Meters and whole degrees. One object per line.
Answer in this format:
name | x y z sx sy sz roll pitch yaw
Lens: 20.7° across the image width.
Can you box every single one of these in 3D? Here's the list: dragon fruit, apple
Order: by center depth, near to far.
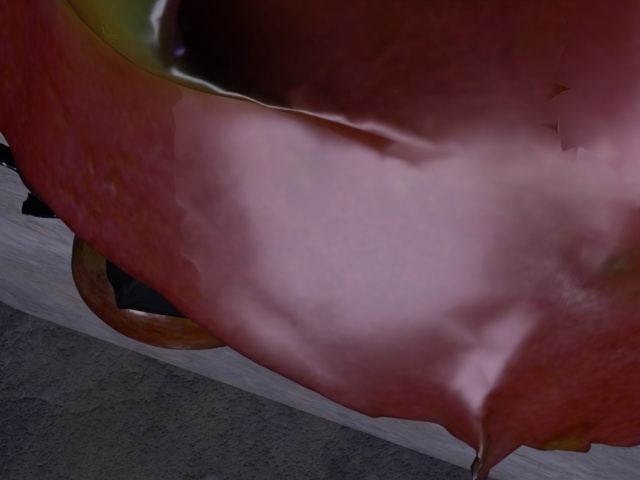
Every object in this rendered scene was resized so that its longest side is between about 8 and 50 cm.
dragon fruit | 0.069 -0.121 0.398 0.305 0.305 0.226 25 140 -4
apple | -0.108 -0.004 1.421 0.174 0.188 0.188 15 171 -14

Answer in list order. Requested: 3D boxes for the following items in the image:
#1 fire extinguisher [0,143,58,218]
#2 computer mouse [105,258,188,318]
fire extinguisher | -0.156 -0.097 1.054 0.138 0.102 0.344 21 150 6
computer mouse | 0.000 0.000 1.108 0.269 0.100 0.170 -13 167 -23
